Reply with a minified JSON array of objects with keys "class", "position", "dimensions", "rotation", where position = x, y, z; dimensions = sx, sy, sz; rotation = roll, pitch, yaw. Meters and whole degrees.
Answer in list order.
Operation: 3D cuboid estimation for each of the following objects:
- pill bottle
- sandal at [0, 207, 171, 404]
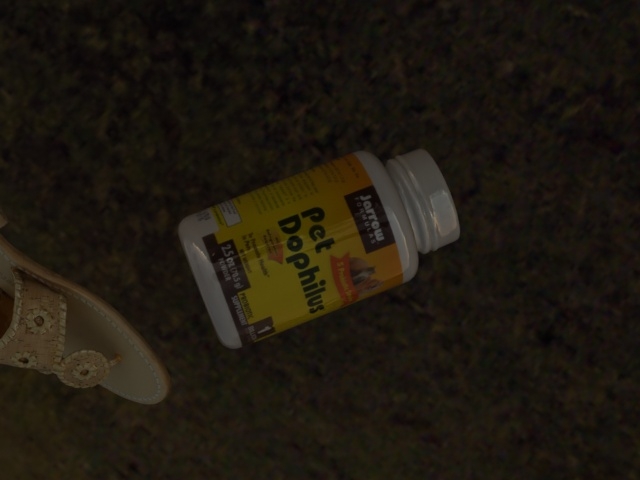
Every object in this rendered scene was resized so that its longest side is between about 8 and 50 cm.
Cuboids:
[{"class":"pill bottle","position":[0.000,0.000,1.038],"dimensions":[0.117,0.215,0.117],"rotation":[158,90,-84]},{"class":"sandal","position":[-0.223,0.055,0.919],"dimensions":[0.240,0.079,0.088],"rotation":[44,137,2]}]
